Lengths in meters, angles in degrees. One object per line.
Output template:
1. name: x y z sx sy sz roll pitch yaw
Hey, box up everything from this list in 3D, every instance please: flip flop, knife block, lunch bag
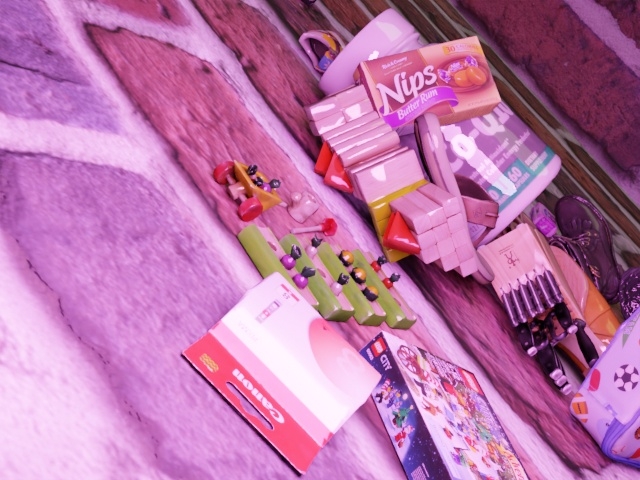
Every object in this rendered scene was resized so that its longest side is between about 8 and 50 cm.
1. flip flop: 0.193 -0.054 1.390 0.112 0.080 0.277 -112 180 -60
2. knife block: 0.329 0.102 1.532 0.242 0.088 0.276 64 14 13
3. lunch bag: 0.501 0.175 1.424 0.243 0.303 0.115 25 19 -40

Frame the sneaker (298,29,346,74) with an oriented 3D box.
1. sneaker: 0.036 -0.289 1.791 0.185 0.069 0.084 45 28 18

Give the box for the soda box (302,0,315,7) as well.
1. soda box: -0.029 -0.543 2.151 0.053 0.060 0.169 34 23 -25

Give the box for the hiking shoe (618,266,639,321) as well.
1. hiking shoe: 0.629 0.162 2.002 0.114 0.086 0.227 32 40 -75

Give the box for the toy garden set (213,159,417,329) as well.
1. toy garden set: 0.000 0.000 1.171 0.244 0.049 0.204 13 37 -55

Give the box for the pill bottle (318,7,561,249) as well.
1. pill bottle: 0.181 -0.175 1.633 0.361 0.204 0.204 44 20 2

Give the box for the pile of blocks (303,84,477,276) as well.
1. pile of blocks: 0.067 -0.069 1.384 0.149 0.113 0.362 77 -14 -47

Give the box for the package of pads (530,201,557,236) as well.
1. package of pads: 0.462 -0.043 2.162 0.050 0.032 0.083 40 21 -8

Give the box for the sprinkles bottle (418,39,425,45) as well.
1. sprinkles bottle: 0.203 -0.231 1.906 0.121 0.121 0.355 27 27 -40

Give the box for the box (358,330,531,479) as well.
1. box: 0.137 0.207 1.038 0.159 0.044 0.233 27 27 -39

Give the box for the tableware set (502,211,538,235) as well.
1. tableware set: 0.380 -0.021 1.953 0.128 0.039 0.194 43 20 -5

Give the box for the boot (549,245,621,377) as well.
1. boot: 0.442 0.157 1.666 0.211 0.104 0.295 31 29 -46

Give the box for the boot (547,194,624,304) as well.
1. boot: 0.491 0.013 1.996 0.229 0.091 0.263 11 51 -55

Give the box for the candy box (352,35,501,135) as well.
1. candy box: 0.152 -0.219 1.502 0.053 0.187 0.109 129 -55 -70

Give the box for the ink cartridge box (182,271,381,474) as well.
1. ink cartridge box: -0.028 0.108 0.919 0.145 0.045 0.179 45 18 3
